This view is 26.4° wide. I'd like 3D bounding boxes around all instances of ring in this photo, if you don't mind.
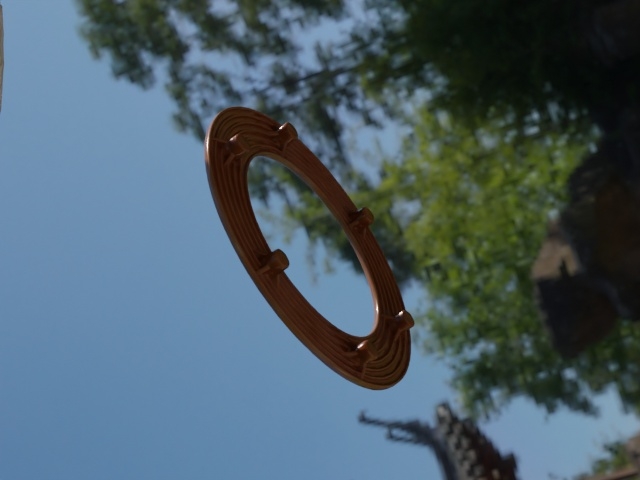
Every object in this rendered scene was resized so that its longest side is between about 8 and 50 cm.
[{"bbox_3d":[0.000,0.000,1.412,0.336,0.032,0.336,45,-155,-28],"label":"ring"}]

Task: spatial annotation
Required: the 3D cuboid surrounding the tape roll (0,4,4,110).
[{"bbox_3d":[-0.445,-0.227,1.572,0.100,0.286,0.286,-2,-112,-26],"label":"tape roll"}]
